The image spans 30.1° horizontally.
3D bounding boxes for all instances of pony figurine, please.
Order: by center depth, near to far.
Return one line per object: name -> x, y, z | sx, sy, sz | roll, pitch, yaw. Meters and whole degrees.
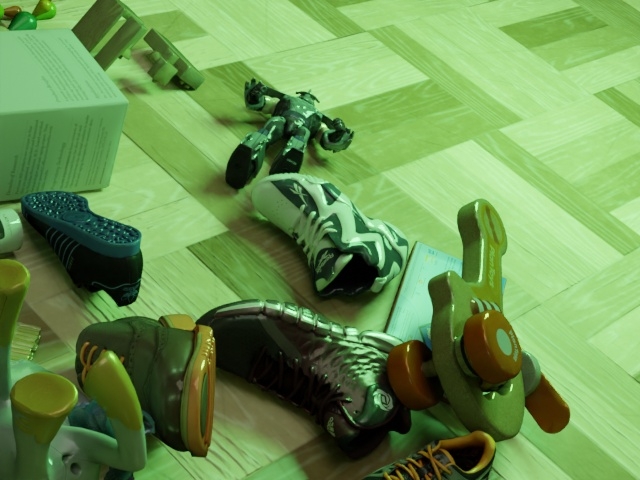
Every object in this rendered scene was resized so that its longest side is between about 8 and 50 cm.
pony figurine -> -0.292, 0.183, 1.055 | 0.351, 0.363, 0.303 | 23, 46, 24

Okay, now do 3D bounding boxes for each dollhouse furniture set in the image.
dollhouse furniture set -> -0.297, -0.277, 1.871 | 0.144, 0.123, 0.151 | 47, 8, 30

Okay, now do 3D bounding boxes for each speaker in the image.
speaker -> -0.427, -0.002, 1.423 | 0.136, 0.055, 0.055 | -13, 48, -39

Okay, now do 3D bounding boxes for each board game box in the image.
board game box -> 0.166, 0.110, 1.611 | 0.145, 0.027, 0.281 | 23, 36, 2

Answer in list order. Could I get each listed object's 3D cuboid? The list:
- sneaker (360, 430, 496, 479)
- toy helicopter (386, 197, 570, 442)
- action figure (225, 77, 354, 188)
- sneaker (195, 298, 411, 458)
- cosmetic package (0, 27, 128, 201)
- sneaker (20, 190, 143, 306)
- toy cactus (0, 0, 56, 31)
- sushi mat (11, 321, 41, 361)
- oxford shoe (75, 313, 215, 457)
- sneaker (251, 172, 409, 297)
sneaker -> 0.112, 0.267, 1.333 | 0.215, 0.083, 0.084 | -17, 52, -39
toy helicopter -> 0.214, 0.096, 1.496 | 0.235, 0.140, 0.355 | 42, 38, -32
action figure -> -0.046, -0.168, 1.804 | 0.185, 0.099, 0.285 | 19, 32, 4
sneaker -> -0.012, 0.167, 1.382 | 0.281, 0.106, 0.162 | 11, 40, -16
cosmetic package -> -0.458, -0.159, 1.524 | 0.365, 0.155, 0.197 | -10, 46, -36
sneaker -> -0.299, 0.007, 1.468 | 0.081, 0.090, 0.232 | -14, 28, -38
toy cactus -> -0.490, -0.333, 1.794 | 0.219, 0.112, 0.180 | 1, 50, -39
sushi mat -> -0.470, 0.107, 1.289 | 0.316, 0.019, 0.151 | 15, 37, -8
oxford shoe -> -0.182, 0.144, 1.210 | 0.133, 0.130, 0.364 | 3, 0, -14
sneaker -> 0.000, 0.000, 1.608 | 0.235, 0.094, 0.153 | 33, 27, -2
